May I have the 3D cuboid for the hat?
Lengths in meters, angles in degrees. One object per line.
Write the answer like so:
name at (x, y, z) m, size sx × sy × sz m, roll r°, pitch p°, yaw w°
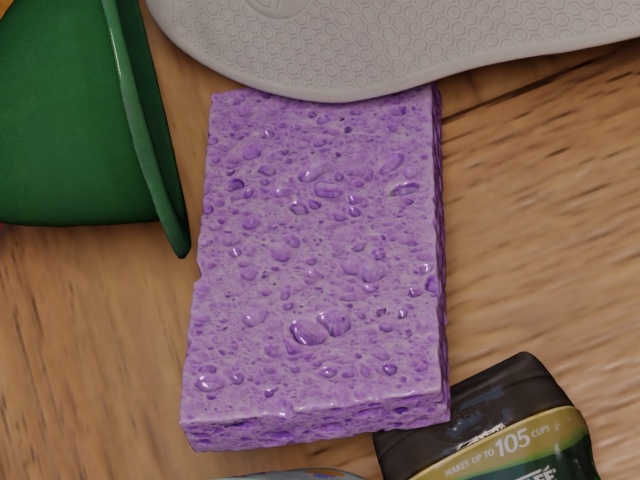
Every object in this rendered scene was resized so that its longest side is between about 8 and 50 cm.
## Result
hat at (-0.167, -0.047, 0.751) m, size 0.184 × 0.173 × 0.208 m, roll -13°, pitch 97°, yaw 0°

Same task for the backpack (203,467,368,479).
backpack at (-0.028, 0.189, 0.672) m, size 0.166 × 0.144 × 0.188 m, roll -16°, pitch 72°, yaw 30°

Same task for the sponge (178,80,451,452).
sponge at (0.000, 0.000, 0.756) m, size 0.117 × 0.031 × 0.210 m, roll -9°, pitch 49°, yaw 12°

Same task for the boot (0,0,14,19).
boot at (-0.099, -0.175, 0.853) m, size 0.295 × 0.104 × 0.211 m, roll 15°, pitch 91°, yaw 7°

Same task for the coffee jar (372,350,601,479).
coffee jar at (0.098, 0.145, 0.705) m, size 0.096 × 0.079 × 0.184 m, roll -28°, pitch 69°, yaw 3°

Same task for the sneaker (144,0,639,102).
sneaker at (0.063, -0.149, 0.791) m, size 0.296 × 0.104 × 0.147 m, roll -4°, pitch 29°, yaw 27°
